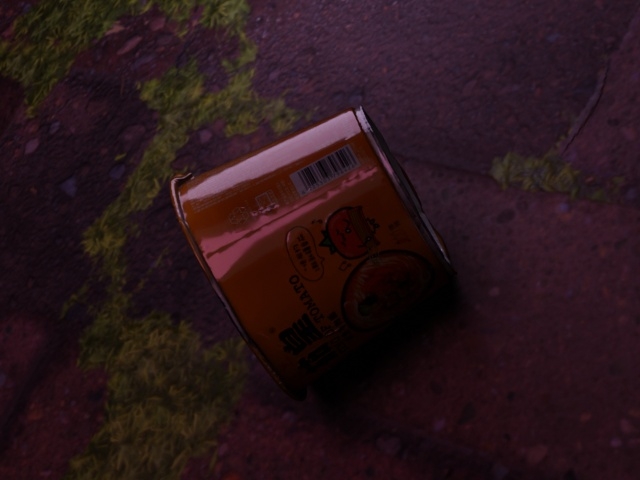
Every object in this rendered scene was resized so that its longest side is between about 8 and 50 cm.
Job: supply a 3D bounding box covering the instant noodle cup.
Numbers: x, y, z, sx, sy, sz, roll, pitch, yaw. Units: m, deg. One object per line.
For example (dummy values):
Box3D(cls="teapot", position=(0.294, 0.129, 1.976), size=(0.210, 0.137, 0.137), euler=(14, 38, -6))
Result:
Box3D(cls="instant noodle cup", position=(0.000, 0.000, 1.424), size=(0.172, 0.216, 0.216), euler=(-30, 47, 6))
